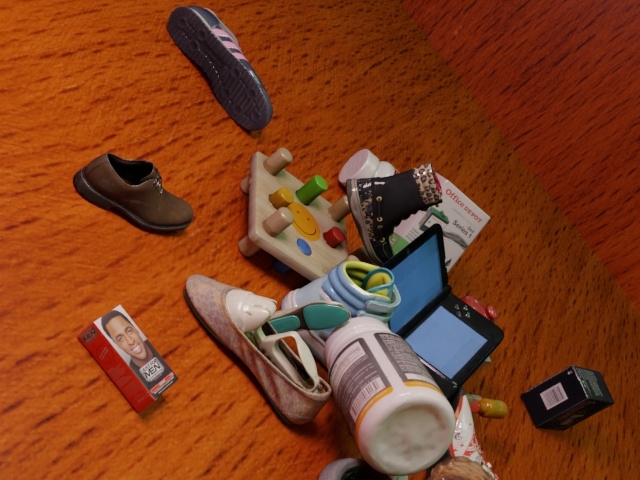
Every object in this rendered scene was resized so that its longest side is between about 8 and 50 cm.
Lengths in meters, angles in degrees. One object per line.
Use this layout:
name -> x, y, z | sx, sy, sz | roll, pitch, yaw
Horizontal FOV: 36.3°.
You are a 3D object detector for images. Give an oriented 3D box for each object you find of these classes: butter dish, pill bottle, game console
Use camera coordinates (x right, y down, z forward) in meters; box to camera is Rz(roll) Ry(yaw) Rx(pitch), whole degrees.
butter dish -> 0.360, 0.193, 2.267 | 0.160, 0.118, 0.160 | 48, 28, -7
pill bottle -> 0.155, -0.110, 2.309 | 0.221, 0.121, 0.121 | 40, 30, -23
game console -> 0.242, 0.143, 1.985 | 0.250, 0.173, 0.293 | 36, 42, 17
pill bottle -> 0.103, 0.248, 1.622 | 0.162, 0.162, 0.278 | 37, 10, -27

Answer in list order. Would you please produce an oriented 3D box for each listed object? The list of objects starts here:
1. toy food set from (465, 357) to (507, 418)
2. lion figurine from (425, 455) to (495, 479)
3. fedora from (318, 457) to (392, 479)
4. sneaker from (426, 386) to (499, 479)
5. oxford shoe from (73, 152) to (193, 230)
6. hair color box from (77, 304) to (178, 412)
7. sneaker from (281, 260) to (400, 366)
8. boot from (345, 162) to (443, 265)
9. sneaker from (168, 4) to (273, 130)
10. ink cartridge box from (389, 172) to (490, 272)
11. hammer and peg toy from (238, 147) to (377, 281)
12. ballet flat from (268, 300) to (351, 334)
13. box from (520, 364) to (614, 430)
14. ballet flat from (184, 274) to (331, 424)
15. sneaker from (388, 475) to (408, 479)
toy food set -> 0.294, 0.281, 2.068 | 0.104, 0.111, 0.232 | 17, 46, -48
lion figurine -> 0.168, 0.428, 1.399 | 0.392, 0.142, 0.240 | 8, 38, -52
fedora -> 0.063, 0.471, 1.478 | 0.244, 0.124, 0.275 | 17, 37, -51
sneaker -> 0.282, 0.418, 1.917 | 0.145, 0.090, 0.270 | 42, 33, -21
oxford shoe -> -0.289, -0.080, 1.627 | 0.227, 0.096, 0.082 | 24, 37, -45
hair color box -> -0.276, 0.169, 1.406 | 0.141, 0.043, 0.072 | 51, 28, -1
sneaker -> 0.102, 0.170, 1.803 | 0.319, 0.208, 0.127 | 43, 26, -18
boot -> 0.162, -0.050, 1.939 | 0.085, 0.179, 0.236 | -94, 164, -44
sneaker -> -0.190, -0.382, 2.116 | 0.319, 0.112, 0.131 | 55, 30, 3
ink cartridge box -> 0.259, -0.024, 2.249 | 0.160, 0.219, 0.092 | 37, 1, -25
hammer and peg toy -> 0.000, 0.000, 1.935 | 0.361, 0.127, 0.266 | 36, 32, -29
ballet flat -> -0.031, 0.131, 1.712 | 0.052, 0.168, 0.057 | -90, 169, -68
box -> 0.601, 0.384, 2.367 | 0.158, 0.156, 0.093 | 17, 45, -49
ballet flat -> -0.093, 0.161, 1.626 | 0.316, 0.106, 0.107 | 50, 29, -4
sneaker -> 0.104, 0.353, 1.751 | 0.094, 0.080, 0.212 | -1, 69, -11
